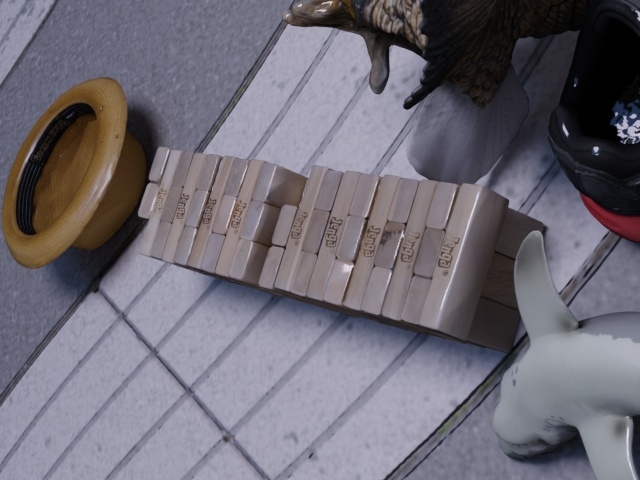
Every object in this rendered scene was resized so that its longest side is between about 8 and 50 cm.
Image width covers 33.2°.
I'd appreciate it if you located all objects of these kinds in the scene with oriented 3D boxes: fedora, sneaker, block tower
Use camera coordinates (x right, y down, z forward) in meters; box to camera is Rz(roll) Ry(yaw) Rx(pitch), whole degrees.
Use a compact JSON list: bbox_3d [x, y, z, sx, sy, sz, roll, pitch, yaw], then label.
[{"bbox_3d":[-0.223,-0.056,1.016,0.194,0.079,0.194,-23,54,36],"label":"fedora"},{"bbox_3d":[0.214,-0.124,0.547,0.276,0.135,0.097,-54,51,15],"label":"sneaker"},{"bbox_3d":[0.000,0.000,0.758,0.335,0.097,0.091,12,84,49],"label":"block tower"}]

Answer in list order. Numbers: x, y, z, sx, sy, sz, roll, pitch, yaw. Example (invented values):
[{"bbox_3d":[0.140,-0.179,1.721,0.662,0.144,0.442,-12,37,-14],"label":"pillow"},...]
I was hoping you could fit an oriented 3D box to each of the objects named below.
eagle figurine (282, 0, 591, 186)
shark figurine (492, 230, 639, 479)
[{"bbox_3d":[0.095,-0.171,0.595,0.298,0.225,0.226,-12,58,63],"label":"eagle figurine"},{"bbox_3d":[0.196,0.075,0.528,0.278,0.116,0.166,23,126,55],"label":"shark figurine"}]
